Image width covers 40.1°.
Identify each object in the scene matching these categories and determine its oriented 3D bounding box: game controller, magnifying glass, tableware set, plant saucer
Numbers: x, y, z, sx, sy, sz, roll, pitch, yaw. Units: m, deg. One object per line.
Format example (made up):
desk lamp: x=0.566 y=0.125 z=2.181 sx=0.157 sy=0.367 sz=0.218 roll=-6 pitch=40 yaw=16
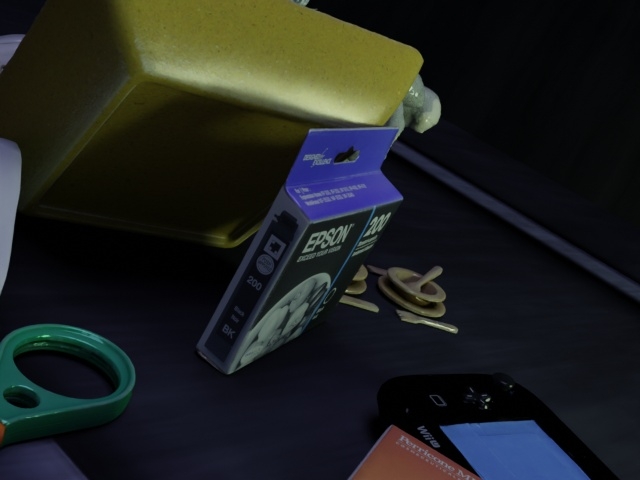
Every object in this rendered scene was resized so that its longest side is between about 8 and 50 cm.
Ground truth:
game controller: x=0.167 y=0.200 z=0.648 sx=0.166 sy=0.067 sz=0.319 roll=13 pitch=21 yaw=-33
magnifying glass: x=-0.187 y=0.102 z=0.530 sx=0.092 sy=0.026 sz=0.231 roll=27 pitch=19 yaw=7
tableware set: x=0.066 y=0.039 z=1.007 sx=0.194 sy=0.039 sz=0.128 roll=17 pitch=20 yaw=-24
plant saucer: x=-0.121 y=-0.090 z=0.803 sx=0.333 sy=0.333 sz=0.081 roll=10 pitch=59 yaw=-37

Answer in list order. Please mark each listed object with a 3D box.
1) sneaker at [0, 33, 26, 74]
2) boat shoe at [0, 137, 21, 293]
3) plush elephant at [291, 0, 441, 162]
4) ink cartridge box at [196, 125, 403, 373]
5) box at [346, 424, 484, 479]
sneaker: x=-0.362 y=-0.156 z=0.923 sx=0.290 sy=0.106 sz=0.123 roll=1 pitch=31 yaw=-28
boat shoe: x=-0.275 y=-0.020 z=0.646 sx=0.084 sy=0.095 sz=0.258 roll=21 pitch=17 yaw=-26
plush elephant: x=-0.004 y=-0.142 z=1.143 sx=0.272 sy=0.255 sz=0.330 roll=-9 pitch=-33 yaw=20
ink cartridge box: x=0.000 y=0.000 z=0.760 sx=0.045 sy=0.208 sz=0.206 roll=34 pitch=20 yaw=16
box: x=0.050 y=0.195 z=0.469 sx=0.130 sy=0.091 sz=0.170 roll=29 pitch=19 yaw=13
